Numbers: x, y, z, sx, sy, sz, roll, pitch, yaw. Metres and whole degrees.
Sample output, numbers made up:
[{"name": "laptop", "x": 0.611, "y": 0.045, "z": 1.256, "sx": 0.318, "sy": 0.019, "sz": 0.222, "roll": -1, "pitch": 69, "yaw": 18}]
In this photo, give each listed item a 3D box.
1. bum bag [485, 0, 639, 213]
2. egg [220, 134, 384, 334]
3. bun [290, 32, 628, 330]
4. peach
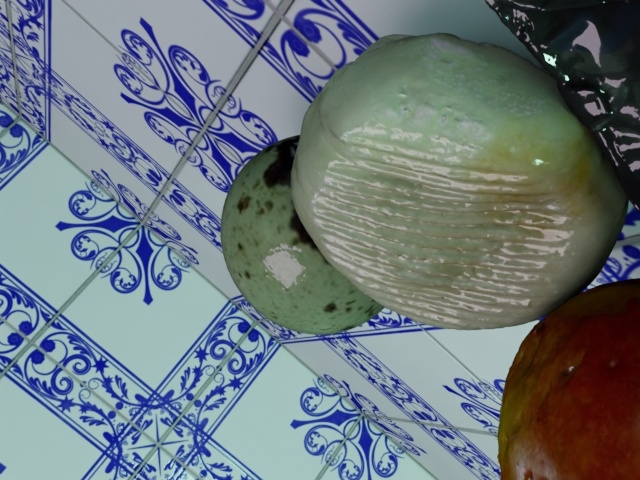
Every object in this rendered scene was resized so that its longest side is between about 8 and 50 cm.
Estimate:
[{"name": "bum bag", "x": 0.267, "y": -0.141, "z": 0.591, "sx": 0.310, "sy": 0.137, "sz": 0.074, "roll": 46, "pitch": -160, "yaw": -22}, {"name": "egg", "x": 0.000, "y": 0.000, "z": 1.082, "sx": 0.287, "sy": 0.288, "sz": 0.379, "roll": 28, "pitch": 168, "yaw": 25}, {"name": "bun", "x": 0.146, "y": -0.069, "z": 0.789, "sx": 0.364, "sy": 0.219, "sz": 0.365, "roll": 14, "pitch": 143, "yaw": 11}, {"name": "peach", "x": 0.330, "y": 0.206, "z": 0.623, "sx": 0.353, "sy": 0.339, "sz": 0.417, "roll": 63, "pitch": -174, "yaw": -21}]
